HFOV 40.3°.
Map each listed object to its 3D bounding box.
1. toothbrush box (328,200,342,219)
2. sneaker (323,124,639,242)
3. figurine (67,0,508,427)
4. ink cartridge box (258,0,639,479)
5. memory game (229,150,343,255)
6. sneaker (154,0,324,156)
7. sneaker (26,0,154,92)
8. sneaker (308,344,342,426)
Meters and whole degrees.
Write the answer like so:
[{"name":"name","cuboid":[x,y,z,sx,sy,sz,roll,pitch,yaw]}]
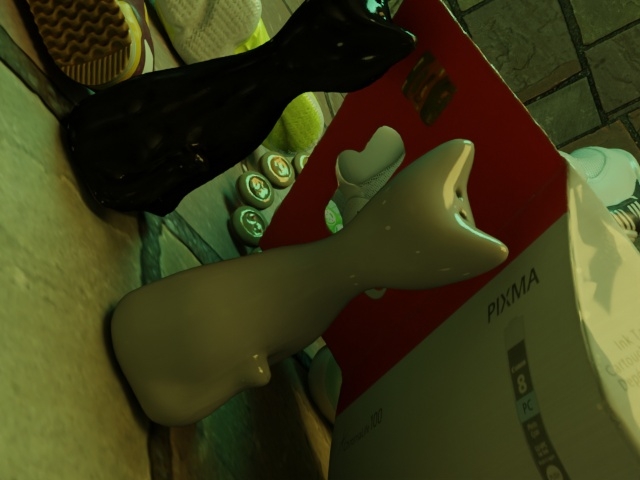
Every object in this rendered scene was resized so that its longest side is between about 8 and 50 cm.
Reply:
[{"name":"toothbrush box","cuboid":[0.125,0.054,0.937,0.283,0.206,0.122,61,13,-19]},{"name":"sneaker","cuboid":[0.146,-0.057,0.727,0.366,0.137,0.210,-33,102,-41]},{"name":"figurine","cuboid":[-0.020,-0.031,0.477,0.092,0.209,0.215,32,34,-58]},{"name":"ink cartridge box","cuboid":[0.070,0.095,0.520,0.385,0.091,0.308,58,-34,16]},{"name":"memory game","cuboid":[0.000,0.000,0.769,0.186,0.012,0.186,22,51,-31]},{"name":"sneaker","cuboid":[-0.092,-0.187,0.857,0.240,0.091,0.126,57,-4,-29]},{"name":"sneaker","cuboid":[-0.159,-0.176,0.564,0.084,0.069,0.185,36,35,-83]},{"name":"sneaker","cuboid":[0.125,0.138,0.724,0.256,0.151,0.094,27,61,-20]}]
